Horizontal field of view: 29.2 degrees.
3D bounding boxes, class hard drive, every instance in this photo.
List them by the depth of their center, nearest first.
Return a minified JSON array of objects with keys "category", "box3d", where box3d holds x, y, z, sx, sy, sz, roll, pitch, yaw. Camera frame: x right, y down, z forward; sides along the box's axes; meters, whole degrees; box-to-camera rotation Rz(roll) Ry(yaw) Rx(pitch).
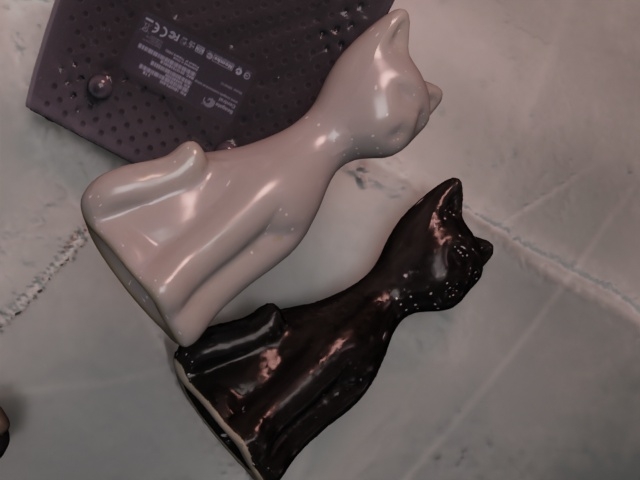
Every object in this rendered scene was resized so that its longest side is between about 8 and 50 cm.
[{"category":"hard drive","box3d":[-0.045,-0.152,0.689,0.172,0.054,0.255,27,111,-2]}]

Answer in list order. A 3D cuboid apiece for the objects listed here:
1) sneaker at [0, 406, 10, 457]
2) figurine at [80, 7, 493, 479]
[{"category":"sneaker","box3d":[-0.259,0.181,0.683,0.227,0.087,0.130,-29,95,-5]},{"category":"figurine","box3d":[0.000,0.000,0.686,0.209,0.092,0.215,-37,135,-14]}]
